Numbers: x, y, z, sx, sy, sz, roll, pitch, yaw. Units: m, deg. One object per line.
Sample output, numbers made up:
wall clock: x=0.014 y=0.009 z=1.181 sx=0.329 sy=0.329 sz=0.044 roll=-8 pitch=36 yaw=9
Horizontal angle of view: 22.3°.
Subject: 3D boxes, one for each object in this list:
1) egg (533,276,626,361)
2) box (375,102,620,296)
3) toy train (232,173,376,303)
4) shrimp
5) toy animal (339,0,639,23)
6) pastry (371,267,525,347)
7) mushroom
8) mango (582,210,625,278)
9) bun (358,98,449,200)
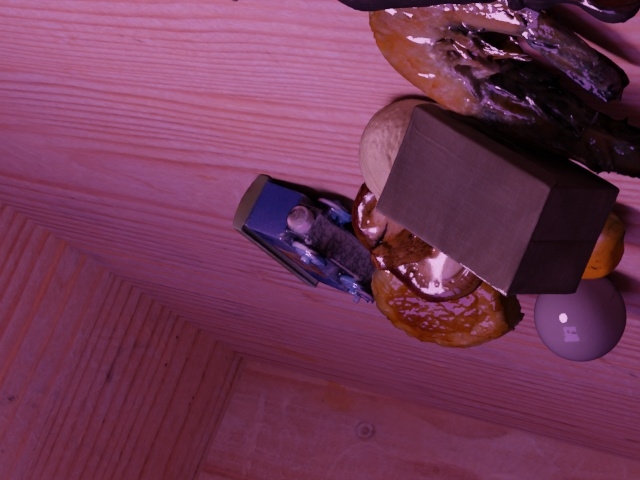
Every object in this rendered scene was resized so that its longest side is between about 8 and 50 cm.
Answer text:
egg: x=0.415 y=0.121 z=2.591 sx=0.146 sy=0.146 sz=0.199 roll=19 pitch=172 yaw=13
box: x=0.213 y=-0.053 z=1.972 sx=0.149 sy=0.155 sz=0.231 roll=0 pitch=-153 yaw=-47
toy train: x=0.000 y=0.000 z=2.841 sx=0.202 sy=0.131 sz=0.299 roll=20 pitch=167 yaw=39
shrimp: x=0.262 y=-0.182 z=1.864 sx=0.445 sy=0.085 sz=0.272 roll=29 pitch=160 yaw=-11
toy animal: x=0.140 y=-0.282 z=1.589 sx=0.343 sy=0.106 sz=0.168 roll=10 pitch=159 yaw=23
pastry: x=0.208 y=0.072 z=2.689 sx=0.235 sy=0.121 sz=0.257 roll=-1 pitch=135 yaw=22
mushroom: x=0.162 y=-0.022 z=2.415 sx=0.231 sy=0.194 sz=0.138 roll=52 pitch=-171 yaw=-9
mango: x=0.378 y=-0.001 z=2.315 sx=0.115 sy=0.089 sz=0.165 roll=17 pitch=162 yaw=16
bun: x=0.164 y=-0.085 z=2.208 sx=0.244 sy=0.153 sz=0.244 roll=15 pitch=165 yaw=4
